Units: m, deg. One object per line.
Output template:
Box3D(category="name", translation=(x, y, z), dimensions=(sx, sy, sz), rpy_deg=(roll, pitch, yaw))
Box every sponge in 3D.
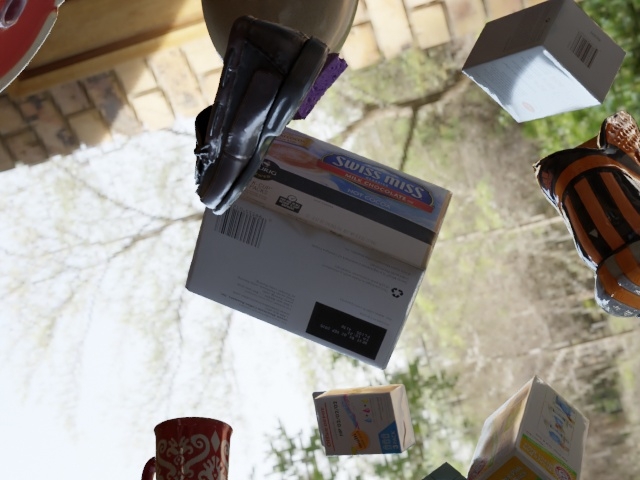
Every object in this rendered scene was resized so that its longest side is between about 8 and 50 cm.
Box3D(category="sponge", translation=(-0.063, -0.227, 1.569), dimensions=(0.031, 0.210, 0.117), rpy_deg=(51, -118, -31))

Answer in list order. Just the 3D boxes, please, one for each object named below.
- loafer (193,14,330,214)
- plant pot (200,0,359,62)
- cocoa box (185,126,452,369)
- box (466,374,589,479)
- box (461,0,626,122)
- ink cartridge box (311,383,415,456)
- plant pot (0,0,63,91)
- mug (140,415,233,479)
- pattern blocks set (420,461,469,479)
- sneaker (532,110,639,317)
Box3D(category="loafer", translation=(-0.085, -0.132, 1.092), dimensions=(0.302, 0.095, 0.109), rpy_deg=(-48, 13, 56))
Box3D(category="plant pot", translation=(-0.075, -0.365, 1.818), dimensions=(0.284, 0.284, 0.191), rpy_deg=(48, -137, -70))
Box3D(category="cocoa box", translation=(0.000, 0.000, 1.665), dimensions=(0.228, 0.347, 0.231), rpy_deg=(-63, -6, -51))
Box3D(category="box", translation=(0.276, 0.290, 1.393), dimensions=(0.103, 0.114, 0.203), rpy_deg=(41, -153, 1))
Box3D(category="box", translation=(0.305, -0.247, 1.439), dimensions=(0.130, 0.170, 0.091), rpy_deg=(37, -110, -24))
Box3D(category="ink cartridge box", translation=(0.058, 0.302, 1.747), dimensions=(0.061, 0.181, 0.104), rpy_deg=(-16, -84, -60))
Box3D(category="plant pot", translation=(-0.370, -0.263, 0.932), dimensions=(0.243, 0.275, 0.275), rpy_deg=(32, -168, 1))
Box3D(category="mug", translation=(-0.183, 0.350, 1.453), dimensions=(0.150, 0.113, 0.169), rpy_deg=(126, 147, -53))
Box3D(category="pattern blocks set", translation=(0.149, 0.310, 0.833), dimensions=(0.325, 0.285, 0.026), rpy_deg=(22, 139, 41))
Box3D(category="sneaker", translation=(0.298, -0.016, 0.921), dimensions=(0.321, 0.124, 0.180), rpy_deg=(26, -143, -53))
